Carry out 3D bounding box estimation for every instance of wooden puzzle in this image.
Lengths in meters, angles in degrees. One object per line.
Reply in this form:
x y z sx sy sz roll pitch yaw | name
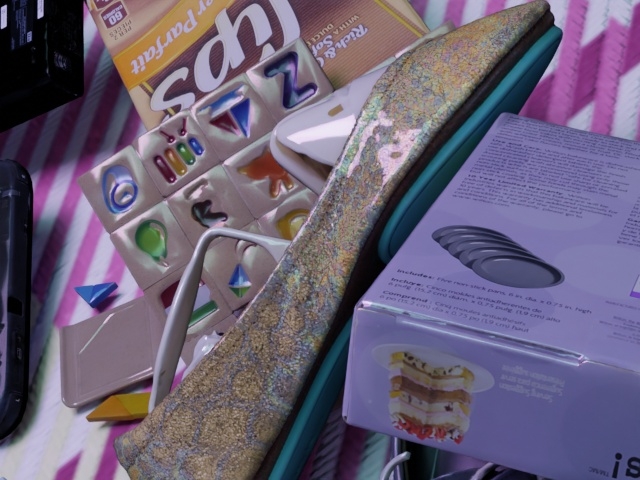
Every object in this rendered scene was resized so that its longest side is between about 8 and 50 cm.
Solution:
-0.128 0.070 1.123 0.079 0.014 0.116 -14 47 15 | wooden puzzle

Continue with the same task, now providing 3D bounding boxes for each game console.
-0.251 -0.025 1.212 0.213 0.044 0.361 -20 59 29 | game console

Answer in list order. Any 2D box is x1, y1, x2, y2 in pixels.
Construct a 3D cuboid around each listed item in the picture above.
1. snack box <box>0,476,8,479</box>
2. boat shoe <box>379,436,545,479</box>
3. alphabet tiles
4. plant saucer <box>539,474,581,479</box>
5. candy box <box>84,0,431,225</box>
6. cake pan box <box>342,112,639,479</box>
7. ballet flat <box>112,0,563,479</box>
-0.255 0.295 0.970 0.322 0.060 0.187 -38 44 -4 | snack box
0.077 0.131 0.899 0.095 0.079 0.254 -14 47 20 | boat shoe
0.007 -0.017 1.037 0.237 0.009 0.198 -32 80 2 | alphabet tiles
0.207 0.230 0.635 0.401 0.100 0.400 9 29 -5 | plant saucer
-0.038 -0.131 1.188 0.183 0.087 0.316 -32 43 3 | candy box
0.172 0.033 0.806 0.267 0.070 0.245 13 29 14 | cake pan box
0.000 0.000 0.973 0.123 0.123 0.348 31 91 44 | ballet flat
